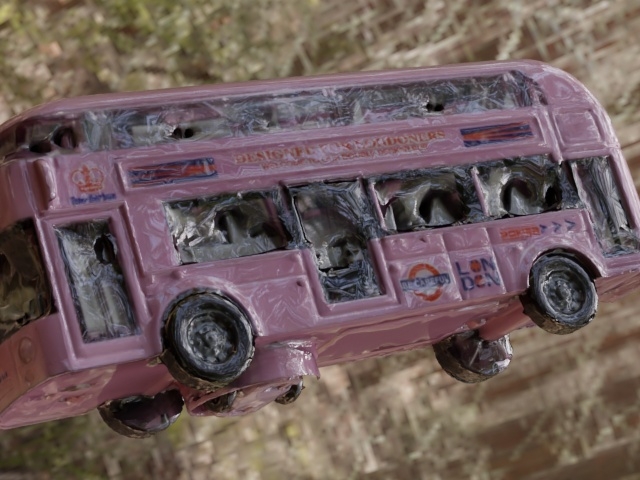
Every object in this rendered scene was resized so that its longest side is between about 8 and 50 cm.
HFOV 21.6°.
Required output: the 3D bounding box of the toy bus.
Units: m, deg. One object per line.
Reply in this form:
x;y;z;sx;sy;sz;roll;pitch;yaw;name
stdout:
0.000;0.000;0.472;0.203;0.063;0.090;-9;74;-31;toy bus
